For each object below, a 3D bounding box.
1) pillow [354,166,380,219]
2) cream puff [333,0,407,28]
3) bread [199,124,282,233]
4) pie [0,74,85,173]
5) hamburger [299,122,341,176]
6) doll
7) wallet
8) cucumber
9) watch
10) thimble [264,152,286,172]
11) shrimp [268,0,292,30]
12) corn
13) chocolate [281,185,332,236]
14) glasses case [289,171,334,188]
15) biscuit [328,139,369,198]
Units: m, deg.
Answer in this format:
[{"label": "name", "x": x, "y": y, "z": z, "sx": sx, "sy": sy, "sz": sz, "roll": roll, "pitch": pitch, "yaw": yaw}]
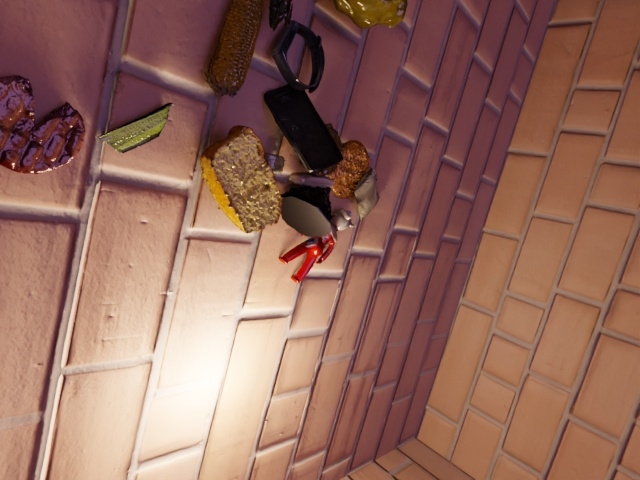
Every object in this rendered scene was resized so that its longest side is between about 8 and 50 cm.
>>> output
[{"label": "pillow", "x": 0.211, "y": -0.204, "z": 1.815, "sx": 0.148, "sy": 0.050, "sz": 0.229, "roll": -46, "pitch": 148, "yaw": -13}, {"label": "cream puff", "x": 0.176, "y": -0.908, "z": 1.383, "sx": 0.379, "sy": 0.275, "sz": 0.378, "roll": -3, "pitch": 100, "yaw": -16}, {"label": "bread", "x": -0.259, "y": -0.189, "z": 1.265, "sx": 0.194, "sy": 0.179, "sz": 0.340, "roll": -41, "pitch": 134, "yaw": -25}, {"label": "pie", "x": -0.661, "y": -0.256, "z": 0.912, "sx": 0.204, "sy": 0.054, "sz": 0.218, "roll": -55, "pitch": 139, "yaw": -15}, {"label": "hamburger", "x": -0.002, "y": -0.342, "z": 1.527, "sx": 0.206, "sy": 0.130, "sz": 0.183, "roll": -39, "pitch": 134, "yaw": -53}, {"label": "doll", "x": 0.000, "y": 0.000, "z": 1.681, "sx": 0.384, "sy": 0.099, "sz": 0.188, "roll": -41, "pitch": 133, "yaw": -19}, {"label": "wallet", "x": -0.055, "y": -0.386, "z": 1.373, "sx": 0.172, "sy": 0.045, "sz": 0.318, "roll": -31, "pitch": 92, "yaw": -33}, {"label": "cucumber", "x": -0.483, "y": -0.297, "z": 1.086, "sx": 0.220, "sy": 0.046, "sz": 0.070, "roll": -38, "pitch": 132, "yaw": -27}, {"label": "watch", "x": -0.063, "y": -0.613, "z": 1.350, "sx": 0.193, "sy": 0.068, "sz": 0.206, "roll": 36, "pitch": 67, "yaw": -38}, {"label": "thimble", "x": -0.170, "y": -0.268, "z": 1.391, "sx": 0.110, "sy": 0.084, "sz": 0.062, "roll": 1, "pitch": 105, "yaw": -44}, {"label": "shrimp", "x": -0.156, "y": -0.793, "z": 1.147, "sx": 0.233, "sy": 0.071, "sz": 0.364, "roll": 11, "pitch": 80, "yaw": -52}, {"label": "corn", "x": -0.243, "y": -0.570, "z": 1.178, "sx": 0.115, "sy": 0.115, "sz": 0.317, "roll": 18, "pitch": 92, "yaw": -48}, {"label": "chocolate", "x": -0.032, "y": -0.148, "z": 1.513, "sx": 0.206, "sy": 0.224, "sz": 0.177, "roll": 50, "pitch": 55, "yaw": -28}, {"label": "glasses case", "x": -0.030, "y": -0.231, "z": 1.557, "sx": 0.204, "sy": 0.081, "sz": 0.051, "roll": -3, "pitch": 112, "yaw": -47}, {"label": "biscuit", "x": 0.128, "y": -0.300, "z": 1.726, "sx": 0.254, "sy": 0.035, "sz": 0.253, "roll": -20, "pitch": 120, "yaw": -39}]
